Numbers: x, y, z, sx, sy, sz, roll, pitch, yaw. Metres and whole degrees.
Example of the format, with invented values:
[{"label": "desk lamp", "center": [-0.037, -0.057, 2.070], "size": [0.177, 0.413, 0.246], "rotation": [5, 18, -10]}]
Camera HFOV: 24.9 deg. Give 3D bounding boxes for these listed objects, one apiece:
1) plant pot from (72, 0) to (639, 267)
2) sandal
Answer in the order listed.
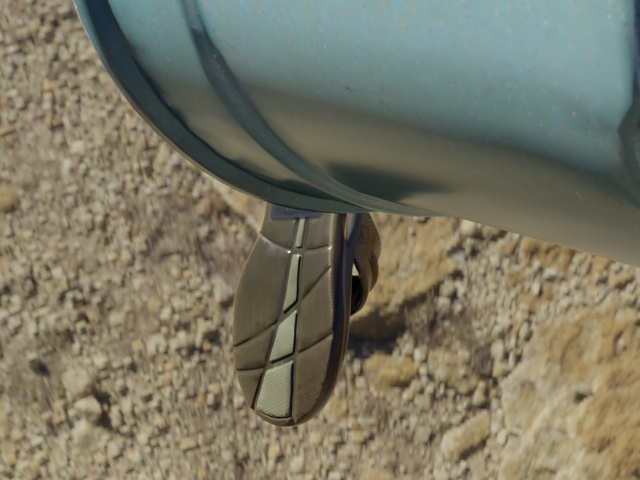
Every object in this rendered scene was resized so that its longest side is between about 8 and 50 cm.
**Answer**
[{"label": "plant pot", "center": [0.112, -0.137, 0.578], "size": [0.341, 0.341, 0.334], "rotation": [-37, 30, -17]}, {"label": "sandal", "center": [0.000, 0.000, 0.845], "size": [0.060, 0.090, 0.219], "rotation": [7, 87, -41]}]
